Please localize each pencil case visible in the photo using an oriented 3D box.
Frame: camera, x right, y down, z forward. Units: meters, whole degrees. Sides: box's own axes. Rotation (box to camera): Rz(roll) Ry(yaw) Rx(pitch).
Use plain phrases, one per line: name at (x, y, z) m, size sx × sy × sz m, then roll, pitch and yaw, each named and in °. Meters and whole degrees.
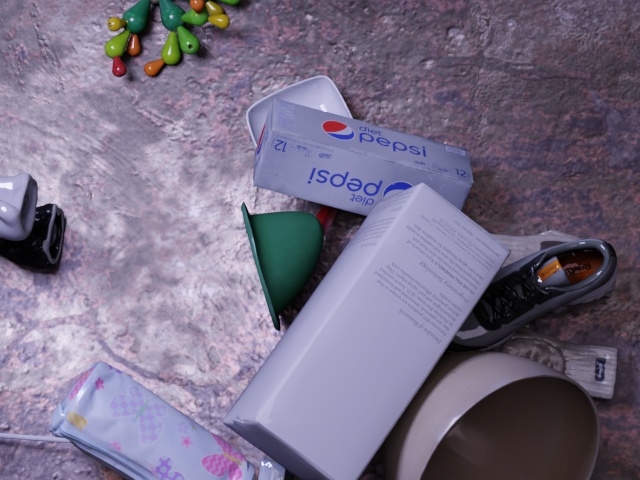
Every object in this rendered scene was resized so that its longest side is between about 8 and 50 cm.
pencil case at (-0.219, 0.273, 1.864) m, size 0.273 × 0.113 × 0.124 m, roll 38°, pitch 52°, yaw -9°

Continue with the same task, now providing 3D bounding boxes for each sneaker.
sneaker at (0.267, 0.064, 1.896) m, size 0.272 × 0.108 × 0.100 m, roll -25°, pitch 74°, yaw -2°

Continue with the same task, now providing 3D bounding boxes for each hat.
hat at (0.000, 0.000, 1.940) m, size 0.184 × 0.173 × 0.208 m, roll -15°, pitch 77°, yaw -1°

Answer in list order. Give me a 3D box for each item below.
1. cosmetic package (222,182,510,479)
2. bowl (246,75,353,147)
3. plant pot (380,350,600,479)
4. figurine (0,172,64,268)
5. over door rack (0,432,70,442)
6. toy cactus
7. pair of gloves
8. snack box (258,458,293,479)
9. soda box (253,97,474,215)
cosmetic package at (0.053, 0.122, 1.801) m, size 0.155 × 0.197 × 0.365 m, roll 37°, pitch 77°, yaw -9°
bowl at (-0.023, -0.148, 2.041) m, size 0.142 × 0.053 × 0.142 m, roll -24°, pitch 75°, yaw -3°
plant pot at (0.186, 0.253, 1.835) m, size 0.284 × 0.284 × 0.191 m, roll -43°, pitch 39°, yaw -7°
figurine at (-0.482, -0.032, 1.963) m, size 0.210 × 0.215 × 0.092 m, roll 4°, pitch 74°, yaw 7°
over door rack at (-0.410, 0.364, 1.908) m, size 0.324 × 0.108 × 0.239 m, roll 5°, pitch 77°, yaw 5°
toy cactus at (-0.231, -0.344, 2.092) m, size 0.219 × 0.112 × 0.180 m, roll -31°, pitch 65°, yaw 5°
pair of gloves at (0.302, 0.101, 1.958) m, size 0.204 × 0.042 × 0.240 m, roll 0°, pitch 73°, yaw 5°
snack box at (-0.067, 0.364, 1.886) m, size 0.037 × 0.100 × 0.141 m, roll 8°, pitch 76°, yaw 6°
soda box at (0.057, -0.098, 1.945) m, size 0.286 × 0.098 × 0.091 m, roll 14°, pitch 34°, yaw -10°
